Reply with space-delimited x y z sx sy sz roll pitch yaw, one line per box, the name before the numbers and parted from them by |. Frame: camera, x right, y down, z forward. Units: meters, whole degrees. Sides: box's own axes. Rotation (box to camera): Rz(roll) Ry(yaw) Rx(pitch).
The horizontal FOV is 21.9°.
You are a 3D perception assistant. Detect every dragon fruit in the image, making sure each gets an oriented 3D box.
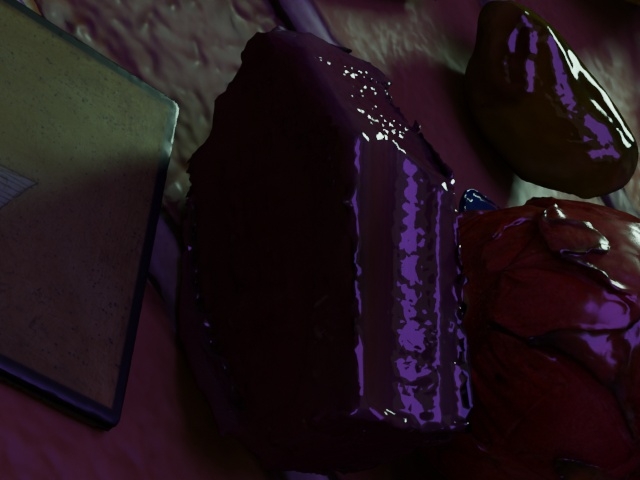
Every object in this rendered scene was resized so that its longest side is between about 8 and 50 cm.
dragon fruit | 0.166 0.080 1.143 0.252 0.241 0.241 24 49 -63

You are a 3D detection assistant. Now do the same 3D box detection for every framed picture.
framed picture | -0.232 -0.065 0.965 0.339 0.014 0.255 33 47 -31

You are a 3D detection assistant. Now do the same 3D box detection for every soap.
soap | 0.000 0.000 1.052 0.112 0.182 0.289 18 61 -38

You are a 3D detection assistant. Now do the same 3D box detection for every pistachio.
pistachio | 0.184 -0.113 1.384 0.189 0.100 0.110 51 17 1

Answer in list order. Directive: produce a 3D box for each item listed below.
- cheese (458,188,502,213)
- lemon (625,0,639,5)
cheese | 0.206 0.053 1.328 0.270 0.069 0.177 35 46 -29
lemon | 0.332 -0.336 1.584 0.204 0.204 0.260 4 69 -46
